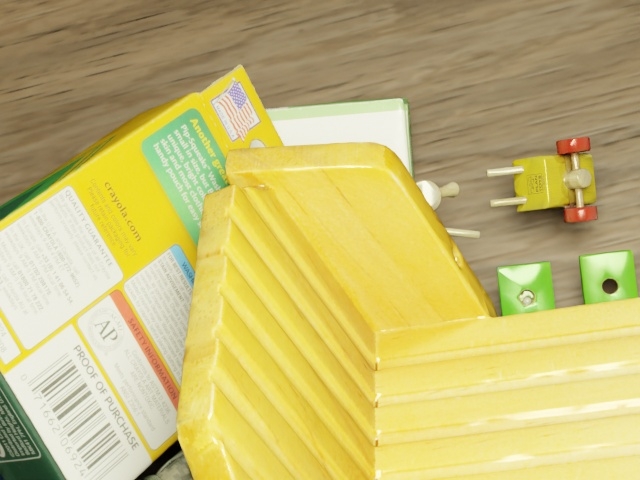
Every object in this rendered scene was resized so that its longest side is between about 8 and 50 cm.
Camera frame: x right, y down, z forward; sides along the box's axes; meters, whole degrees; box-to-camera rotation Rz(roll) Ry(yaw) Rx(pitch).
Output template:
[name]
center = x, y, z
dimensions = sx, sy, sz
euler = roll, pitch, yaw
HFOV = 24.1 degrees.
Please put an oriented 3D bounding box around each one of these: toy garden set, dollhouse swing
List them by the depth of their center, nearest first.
[dollhouse swing]
center = 0.122, 0.094, 0.991
dimensions = 0.305, 0.315, 0.347
euler = -20, 38, 20
[toy garden set]
center = 0.132, 0.029, 1.233
dimensions = 0.244, 0.049, 0.204
euler = -7, 90, 4

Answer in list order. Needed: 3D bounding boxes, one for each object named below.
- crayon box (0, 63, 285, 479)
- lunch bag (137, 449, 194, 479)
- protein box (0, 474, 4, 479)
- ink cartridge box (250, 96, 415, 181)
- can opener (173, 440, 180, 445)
[crayon box]
center = -0.134, 0.032, 1.111
dimensions = 0.323, 0.083, 0.203
euler = -40, 108, -41
[lunch bag]
center = -0.036, 0.283, 1.121
dimensions = 0.256, 0.212, 0.305
euler = -32, 75, -21
[protein box]
center = -0.238, 0.119, 1.208
dimensions = 0.136, 0.201, 0.200
euler = 2, 72, 10
[ink cartridge box]
center = 0.000, 0.000, 1.290
dimensions = 0.171, 0.056, 0.235
euler = -4, 95, 8
[can opener]
center = -0.105, 0.109, 1.270
dimensions = 0.073, 0.059, 0.186
euler = -4, 72, -38
